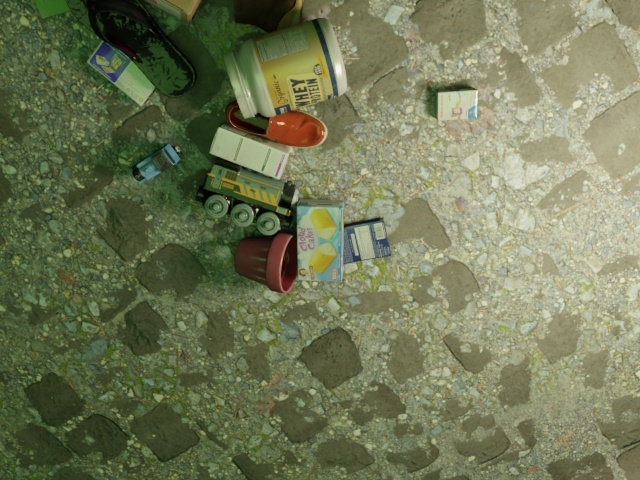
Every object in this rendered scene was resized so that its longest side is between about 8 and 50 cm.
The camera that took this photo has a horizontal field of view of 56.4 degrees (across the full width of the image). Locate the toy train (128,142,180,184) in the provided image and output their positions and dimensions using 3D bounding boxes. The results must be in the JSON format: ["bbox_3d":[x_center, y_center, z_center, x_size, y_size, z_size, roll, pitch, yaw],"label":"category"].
[{"bbox_3d":[-0.537,-0.247,1.928,0.184,0.105,0.080,-28,108,12],"label":"toy train"}]

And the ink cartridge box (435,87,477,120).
[{"bbox_3d":[0.419,-0.421,1.848,0.123,0.052,0.088,-3,112,5],"label":"ink cartridge box"}]

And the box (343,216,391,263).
[{"bbox_3d":[0.119,0.007,2.039,0.225,0.036,0.136,-11,111,7],"label":"box"}]

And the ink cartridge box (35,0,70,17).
[{"bbox_3d":[-0.758,-0.767,1.758,0.235,0.056,0.171,-13,111,5],"label":"ink cartridge box"}]

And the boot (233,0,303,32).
[{"bbox_3d":[-0.148,-0.704,1.700,0.207,0.090,0.248,14,141,1],"label":"boot"}]

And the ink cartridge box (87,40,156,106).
[{"bbox_3d":[-0.571,-0.559,1.836,0.206,0.045,0.208,40,106,-13],"label":"ink cartridge box"}]

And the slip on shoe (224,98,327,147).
[{"bbox_3d":[-0.141,-0.362,1.869,0.331,0.101,0.123,15,110,-5],"label":"slip on shoe"}]

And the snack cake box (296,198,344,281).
[{"bbox_3d":[0.000,0.000,1.979,0.152,0.089,0.264,1,111,5],"label":"snack cake box"}]

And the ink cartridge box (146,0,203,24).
[{"bbox_3d":[-0.432,-0.760,1.689,0.235,0.088,0.193,28,83,-8],"label":"ink cartridge box"}]

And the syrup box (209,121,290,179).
[{"bbox_3d":[-0.221,-0.286,1.905,0.237,0.093,0.096,21,111,-6],"label":"syrup box"}]

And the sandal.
[{"bbox_3d":[-0.549,-0.604,1.739,0.446,0.107,0.167,41,104,-14],"label":"sandal"}]

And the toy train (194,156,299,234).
[{"bbox_3d":[-0.235,-0.144,1.947,0.334,0.142,0.190,18,102,-5],"label":"toy train"}]

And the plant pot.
[{"bbox_3d":[-0.182,0.066,2.003,0.180,0.201,0.201,8,113,16],"label":"plant pot"}]

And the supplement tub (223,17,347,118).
[{"bbox_3d":[-0.100,-0.491,1.728,0.316,0.228,0.228,-17,110,0],"label":"supplement tub"}]
